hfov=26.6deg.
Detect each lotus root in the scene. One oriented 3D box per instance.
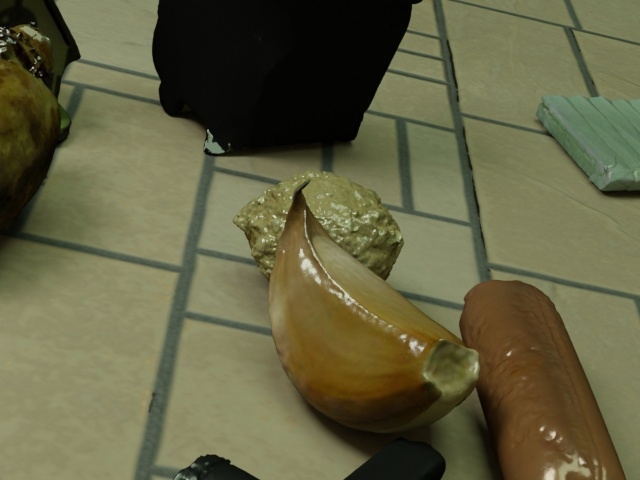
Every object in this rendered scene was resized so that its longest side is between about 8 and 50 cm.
[{"bbox_3d":[-0.314,-0.069,1.098,0.169,0.141,0.314,16,37,8],"label":"lotus root"}]

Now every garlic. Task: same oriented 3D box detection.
[{"bbox_3d":[0.023,0.073,1.033,0.207,0.115,0.128,46,-4,26],"label":"garlic"}]

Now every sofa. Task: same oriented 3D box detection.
[{"bbox_3d":[-0.042,-0.231,1.403,0.200,0.258,0.182,-8,49,-35],"label":"sofa"}]

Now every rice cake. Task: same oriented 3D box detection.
[{"bbox_3d":[0.364,-0.115,1.616,0.189,0.037,0.198,-1,33,-27],"label":"rice cake"}]

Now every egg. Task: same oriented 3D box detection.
[{"bbox_3d":[0.000,0.000,1.149,0.140,0.116,0.118,15,4,29],"label":"egg"}]

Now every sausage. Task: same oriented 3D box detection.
[{"bbox_3d":[0.166,0.123,1.041,0.086,0.086,0.289,9,28,-11],"label":"sausage"}]

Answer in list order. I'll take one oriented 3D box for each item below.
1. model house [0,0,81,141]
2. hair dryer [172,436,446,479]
[{"bbox_3d":[-0.340,-0.252,1.271,0.218,0.279,0.205,-6,33,-36],"label":"model house"},{"bbox_3d":[0.027,0.185,0.874,0.197,0.089,0.251,24,23,17],"label":"hair dryer"}]
